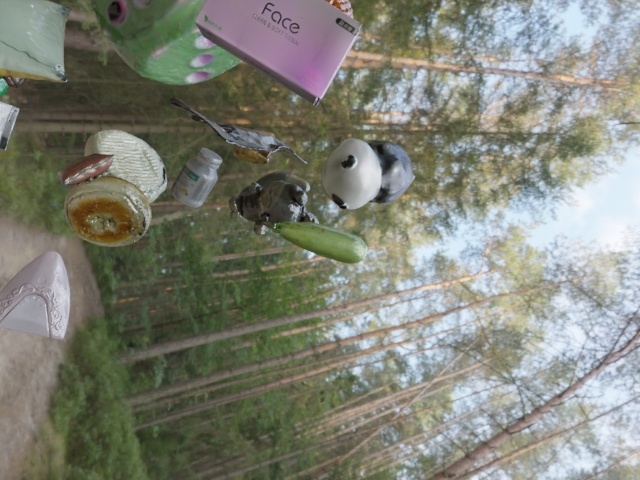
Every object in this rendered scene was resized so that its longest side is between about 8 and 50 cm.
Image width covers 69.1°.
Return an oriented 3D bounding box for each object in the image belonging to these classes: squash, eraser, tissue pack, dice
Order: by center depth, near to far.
[{"bbox_3d":[-0.073,-0.363,0.813,0.149,0.246,0.092,-60,-171,6],"label":"tissue pack"},{"bbox_3d":[-0.366,-0.612,1.196,0.318,0.322,0.330,68,17,0],"label":"dice"},{"bbox_3d":[-0.814,0.146,1.341,0.059,0.204,0.243,-14,-120,65],"label":"eraser"},{"bbox_3d":[-0.001,-0.002,1.696,0.118,0.370,0.118,-164,-90,-75],"label":"squash"}]

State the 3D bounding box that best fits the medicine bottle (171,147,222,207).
[{"bbox_3d":[-0.476,-0.249,1.814,0.215,0.135,0.135,-55,-139,14],"label":"medicine bottle"}]

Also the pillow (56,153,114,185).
[{"bbox_3d":[-0.734,-0.222,1.457,0.179,0.171,0.075,20,-42,54],"label":"pillow"}]

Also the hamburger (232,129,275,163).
[{"bbox_3d":[-0.260,-0.358,1.717,0.262,0.131,0.124,19,-92,64],"label":"hamburger"}]

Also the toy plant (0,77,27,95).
[{"bbox_3d":[-0.801,-0.427,1.152,0.143,0.200,0.105,62,-13,9],"label":"toy plant"}]

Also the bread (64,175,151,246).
[{"bbox_3d":[-0.785,-0.113,1.739,0.159,0.305,0.306,-97,-164,-55],"label":"bread"}]

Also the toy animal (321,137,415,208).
[{"bbox_3d":[0.147,-0.226,1.589,0.251,0.310,0.251,22,-59,41],"label":"toy animal"}]

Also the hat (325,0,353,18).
[{"bbox_3d":[-0.088,-0.790,1.743,0.285,0.400,0.285,63,-3,6],"label":"hat"}]

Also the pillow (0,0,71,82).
[{"bbox_3d":[-0.726,-0.468,1.026,0.119,0.312,0.310,116,-35,-44],"label":"pillow"}]

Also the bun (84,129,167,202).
[{"bbox_3d":[-0.840,-0.287,1.980,0.211,0.359,0.360,-32,-115,32],"label":"bun"}]

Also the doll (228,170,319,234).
[{"bbox_3d":[-0.175,-0.200,2.026,0.252,0.382,0.379,72,34,-48],"label":"doll"}]

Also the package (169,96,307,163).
[{"bbox_3d":[-0.136,-0.189,0.829,0.154,0.239,0.030,34,-73,29],"label":"package"}]

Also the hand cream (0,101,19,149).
[{"bbox_3d":[-0.922,-0.330,1.115,0.076,0.336,0.121,13,-93,37],"label":"hand cream"}]
